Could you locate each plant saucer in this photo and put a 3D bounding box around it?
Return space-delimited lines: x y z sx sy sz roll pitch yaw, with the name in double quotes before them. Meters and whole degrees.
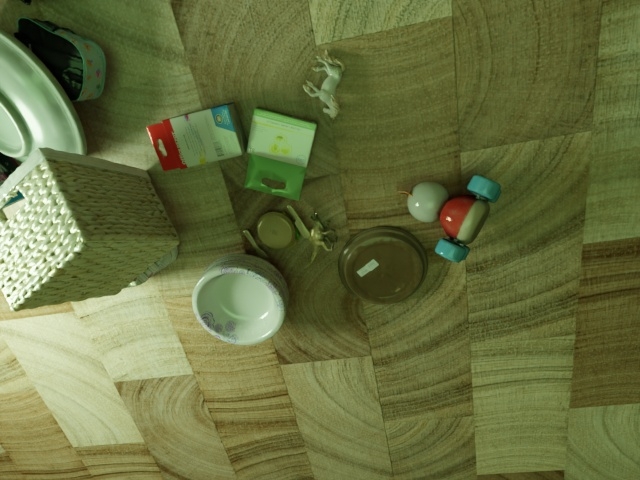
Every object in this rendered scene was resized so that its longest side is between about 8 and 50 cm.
"plant saucer" -0.786 -0.324 1.010 0.401 0.100 0.400 17 135 18
"plant saucer" 0.192 0.089 1.247 0.278 0.041 0.277 2 116 4

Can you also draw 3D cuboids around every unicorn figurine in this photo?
"unicorn figurine" 0.015 -0.386 1.025 0.111 0.060 0.161 24 115 -6

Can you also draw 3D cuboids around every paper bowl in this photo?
"paper bowl" -0.239 0.172 1.259 0.285 0.148 0.284 1 115 3

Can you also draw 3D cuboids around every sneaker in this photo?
"sneaker" -0.550 0.080 1.260 0.252 0.111 0.103 -34 108 18

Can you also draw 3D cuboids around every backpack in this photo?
"backpack" -0.626 -0.436 1.002 0.189 0.144 0.165 28 115 10

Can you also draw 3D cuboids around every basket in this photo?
"basket" -0.619 -0.019 1.060 0.328 0.331 0.266 -36 79 17

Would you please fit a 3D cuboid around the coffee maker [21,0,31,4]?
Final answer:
"coffee maker" -0.634 -0.618 0.905 0.179 0.171 0.120 -6 109 6

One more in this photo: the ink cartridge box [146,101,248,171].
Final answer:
"ink cartridge box" -0.328 -0.277 1.093 0.231 0.078 0.134 -10 113 9

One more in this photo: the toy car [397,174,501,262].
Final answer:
"toy car" 0.326 -0.091 1.102 0.238 0.210 0.219 30 103 22

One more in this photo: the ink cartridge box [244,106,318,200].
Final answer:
"ink cartridge box" -0.117 -0.229 1.114 0.171 0.056 0.234 14 113 -3

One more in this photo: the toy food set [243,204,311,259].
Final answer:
"toy food set" -0.130 -0.027 1.223 0.192 0.038 0.132 -25 105 23

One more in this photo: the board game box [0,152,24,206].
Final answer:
"board game box" -0.966 -0.215 1.093 0.098 0.224 0.303 -21 112 11

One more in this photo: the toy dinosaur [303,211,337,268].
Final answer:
"toy dinosaur" 0.000 0.000 1.223 0.093 0.053 0.183 11 109 16
